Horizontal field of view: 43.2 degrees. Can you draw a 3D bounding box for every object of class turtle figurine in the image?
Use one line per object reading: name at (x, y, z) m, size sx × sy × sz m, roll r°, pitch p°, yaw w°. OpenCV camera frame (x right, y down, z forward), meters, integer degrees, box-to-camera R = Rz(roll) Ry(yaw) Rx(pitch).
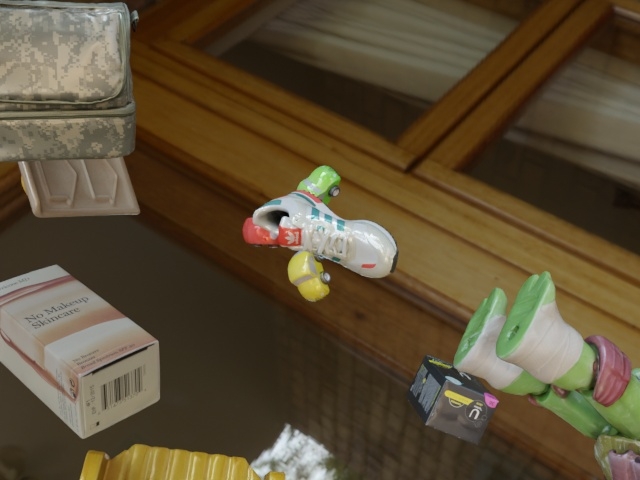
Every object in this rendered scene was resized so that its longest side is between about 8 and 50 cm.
turtle figurine at (0.260, 0.096, 0.608) m, size 0.274 × 0.266 × 0.198 m, roll -58°, pitch 3°, yaw 17°

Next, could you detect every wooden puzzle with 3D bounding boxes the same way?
wooden puzzle at (-0.542, -0.196, 1.699) m, size 0.081 × 0.322 × 0.348 m, roll -21°, pitch -6°, yaw 21°

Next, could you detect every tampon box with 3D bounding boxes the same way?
tampon box at (0.262, 0.318, 1.631) m, size 0.161 × 0.121 × 0.101 m, roll -129°, pitch 63°, yaw -77°

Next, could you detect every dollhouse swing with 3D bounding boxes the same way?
dollhouse swing at (-0.228, 0.425, 1.319) m, size 0.305 × 0.347 × 0.315 m, roll 104°, pitch 172°, yaw -46°

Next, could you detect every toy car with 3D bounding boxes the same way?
toy car at (-0.041, -0.035, 1.455) m, size 0.053 × 0.239 × 0.225 m, roll 1°, pitch -56°, yaw -51°

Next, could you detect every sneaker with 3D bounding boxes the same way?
sneaker at (0.000, 0.000, 0.798) m, size 0.075 × 0.161 × 0.057 m, roll -17°, pitch -54°, yaw -42°

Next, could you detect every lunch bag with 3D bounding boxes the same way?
lunch bag at (-0.468, -0.286, 1.375) m, size 0.305 × 0.212 × 0.256 m, roll -3°, pitch -56°, yaw -18°

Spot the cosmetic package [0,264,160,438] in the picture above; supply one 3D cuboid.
cosmetic package at (-0.409, 0.170, 1.316) m, size 0.153 × 0.296 × 0.129 m, roll -25°, pitch -50°, yaw -43°
